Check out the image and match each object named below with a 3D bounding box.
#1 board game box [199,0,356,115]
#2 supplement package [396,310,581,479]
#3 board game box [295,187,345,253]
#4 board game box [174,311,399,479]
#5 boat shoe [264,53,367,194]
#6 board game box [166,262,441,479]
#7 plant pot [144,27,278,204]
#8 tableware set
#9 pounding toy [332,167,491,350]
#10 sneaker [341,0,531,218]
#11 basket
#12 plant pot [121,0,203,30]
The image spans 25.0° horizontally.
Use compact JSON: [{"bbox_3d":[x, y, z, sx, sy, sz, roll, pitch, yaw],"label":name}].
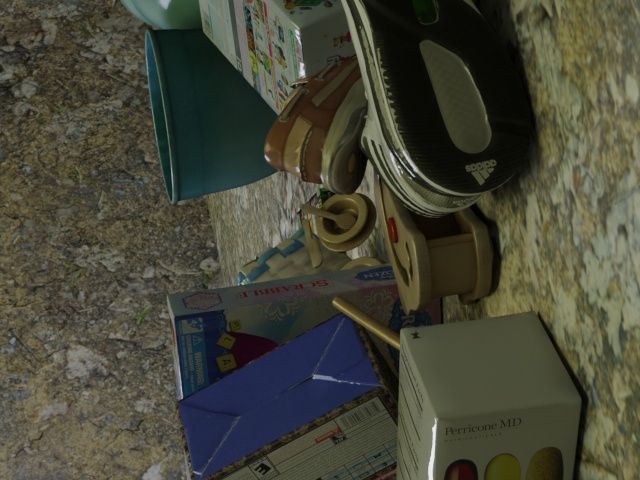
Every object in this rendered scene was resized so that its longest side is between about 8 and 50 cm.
[{"bbox_3d":[-0.059,-0.300,1.937,0.303,0.097,0.224,51,159,35],"label":"board game box"},{"bbox_3d":[0.150,0.207,1.356,0.134,0.139,0.244,-110,15,-54],"label":"supplement package"},{"bbox_3d":[0.000,0.000,2.353,0.260,0.030,0.136,137,122,-78],"label":"board game box"},{"bbox_3d":[0.013,0.261,1.625,0.291,0.232,0.141,58,-174,-37],"label":"board game box"},{"bbox_3d":[0.015,-0.155,1.655,0.324,0.116,0.123,-59,-23,-65],"label":"boat shoe"},{"bbox_3d":[-0.010,0.195,1.739,0.066,0.318,0.318,-120,23,-63],"label":"board game box"},{"bbox_3d":[-0.126,-0.209,2.236,0.271,0.255,0.271,171,90,-81],"label":"plant pot"},{"bbox_3d":[0.039,0.014,1.855,0.039,0.128,0.194,43,-154,-51],"label":"tableware set"},{"bbox_3d":[0.086,0.007,1.511,0.154,0.155,0.269,91,167,-61],"label":"pounding toy"},{"bbox_3d":[0.062,-0.229,1.420,0.257,0.169,0.447,127,132,-73],"label":"sneaker"},{"bbox_3d":[0.016,0.149,1.970,0.289,0.201,0.254,39,152,21],"label":"basket"},{"bbox_3d":[-0.158,-0.444,2.286,0.196,0.293,0.293,34,137,40],"label":"plant pot"}]
